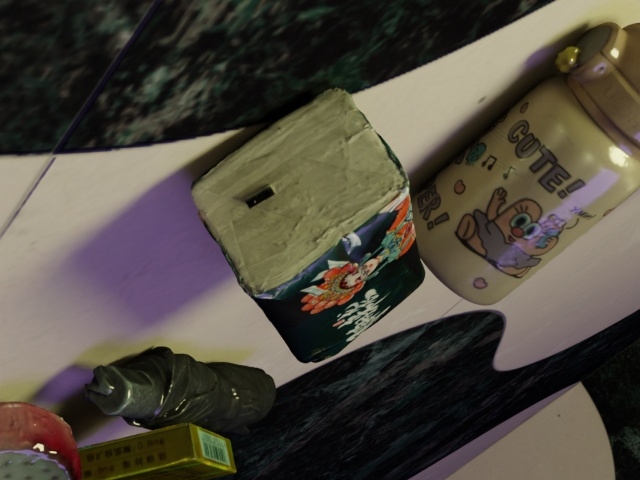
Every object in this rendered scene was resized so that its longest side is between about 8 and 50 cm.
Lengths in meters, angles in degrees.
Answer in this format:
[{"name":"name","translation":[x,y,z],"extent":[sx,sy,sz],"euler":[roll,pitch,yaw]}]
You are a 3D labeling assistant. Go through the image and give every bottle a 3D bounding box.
[{"name":"bottle","translation":[0.152,-0.057,0.712],"extent":[0.110,0.097,0.209],"euler":[34,121,-22]}]

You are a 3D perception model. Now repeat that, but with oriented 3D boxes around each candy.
[{"name":"candy","translation":[-0.202,0.148,0.678],"extent":[0.103,0.043,0.103],"euler":[-14,131,-17]}]

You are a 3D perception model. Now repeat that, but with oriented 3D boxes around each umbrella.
[{"name":"umbrella","translation":[-0.099,0.111,0.790],"extent":[0.066,0.059,0.236],"euler":[-54,157,1]}]

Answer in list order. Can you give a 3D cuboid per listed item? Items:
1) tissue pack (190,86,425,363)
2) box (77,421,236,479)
[{"name":"tissue pack","translation":[0.001,0.000,0.608],"extent":[0.103,0.090,0.170],"euler":[-34,162,-3]},{"name":"box","translation":[-0.169,0.173,0.783],"extent":[0.193,0.030,0.121],"euler":[-15,162,5]}]
